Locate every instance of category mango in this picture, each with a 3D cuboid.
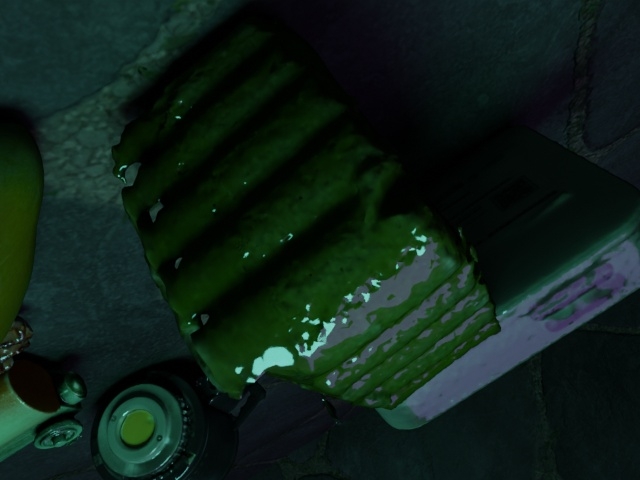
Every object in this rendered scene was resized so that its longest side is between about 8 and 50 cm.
[{"bbox_3d":[-0.303,0.019,0.487,0.251,0.114,0.156,-52,-170,21],"label":"mango"}]

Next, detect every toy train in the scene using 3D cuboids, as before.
[{"bbox_3d":[-0.467,0.265,0.782,0.285,0.116,0.177,-31,153,2],"label":"toy train"}]

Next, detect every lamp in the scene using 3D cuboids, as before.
[{"bbox_3d":[-0.284,0.362,1.038,0.374,0.205,0.272,-53,155,6],"label":"lamp"}]

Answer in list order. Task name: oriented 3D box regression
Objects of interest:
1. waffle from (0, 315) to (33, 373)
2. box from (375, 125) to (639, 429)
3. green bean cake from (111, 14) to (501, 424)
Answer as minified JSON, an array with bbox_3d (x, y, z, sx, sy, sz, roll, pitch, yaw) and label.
[{"bbox_3d":[-0.447,0.122,0.625,0.221,0.055,0.234,-36,149,15],"label":"waffle"},{"bbox_3d":[0.202,0.023,0.804,0.396,0.396,0.111,-36,112,12],"label":"box"},{"bbox_3d":[0.000,0.000,0.556,0.218,0.335,0.319,-36,148,9],"label":"green bean cake"}]
